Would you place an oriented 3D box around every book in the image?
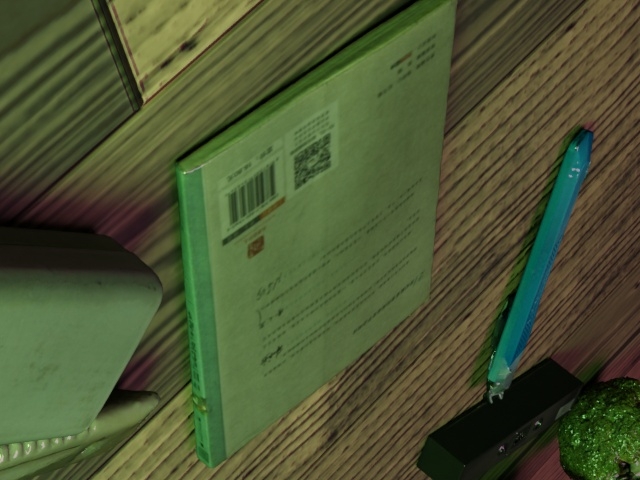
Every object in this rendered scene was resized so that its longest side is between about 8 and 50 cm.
[{"bbox_3d":[0.000,0.000,0.937,0.215,0.025,0.282,-36,149,-29],"label":"book"}]

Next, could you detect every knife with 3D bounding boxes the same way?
[{"bbox_3d":[-0.205,0.119,0.736,0.089,0.043,0.365,-28,172,33],"label":"knife"},{"bbox_3d":[0.175,0.029,1.269,0.044,0.026,0.296,-31,145,-43],"label":"knife"}]

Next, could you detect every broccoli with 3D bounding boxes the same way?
[{"bbox_3d":[0.303,0.204,1.599,0.131,0.120,0.130,-28,-147,57],"label":"broccoli"}]

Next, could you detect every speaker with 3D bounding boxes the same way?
[{"bbox_3d":[0.166,0.167,1.405,0.191,0.046,0.040,-25,144,-44],"label":"speaker"}]

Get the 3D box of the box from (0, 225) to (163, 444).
[{"bbox_3d":[-0.171,0.043,0.671,0.103,0.055,0.244,-59,154,14],"label":"box"}]
